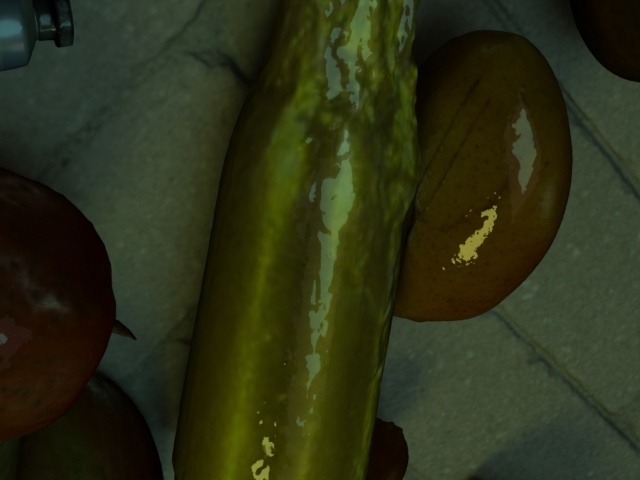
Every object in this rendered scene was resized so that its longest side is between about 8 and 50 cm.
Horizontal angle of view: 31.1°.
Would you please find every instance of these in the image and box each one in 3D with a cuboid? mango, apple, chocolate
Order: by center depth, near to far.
[{"bbox_3d":[0.000,0.000,0.827,0.162,0.162,0.445,-2,116,-28],"label":"chocolate"},{"bbox_3d":[-0.227,0.253,0.871,0.179,0.254,0.346,30,104,4],"label":"apple"},{"bbox_3d":[0.114,-0.049,0.873,0.126,0.154,0.252,-15,138,-30],"label":"mango"}]

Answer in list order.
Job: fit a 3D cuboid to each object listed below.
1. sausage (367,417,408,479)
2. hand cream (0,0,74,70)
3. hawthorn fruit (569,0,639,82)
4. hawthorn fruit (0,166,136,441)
[{"bbox_3d":[-0.041,0.263,0.980,0.300,0.089,0.083,-41,138,-11],"label":"sausage"},{"bbox_3d":[-0.284,-0.118,0.674,0.271,0.058,0.091,-12,134,-18],"label":"hand cream"},{"bbox_3d":[0.281,-0.236,0.835,0.208,0.208,0.248,-18,108,-18],"label":"hawthorn fruit"},{"bbox_3d":[-0.205,0.041,0.728,0.200,0.179,0.179,9,112,-30],"label":"hawthorn fruit"}]
